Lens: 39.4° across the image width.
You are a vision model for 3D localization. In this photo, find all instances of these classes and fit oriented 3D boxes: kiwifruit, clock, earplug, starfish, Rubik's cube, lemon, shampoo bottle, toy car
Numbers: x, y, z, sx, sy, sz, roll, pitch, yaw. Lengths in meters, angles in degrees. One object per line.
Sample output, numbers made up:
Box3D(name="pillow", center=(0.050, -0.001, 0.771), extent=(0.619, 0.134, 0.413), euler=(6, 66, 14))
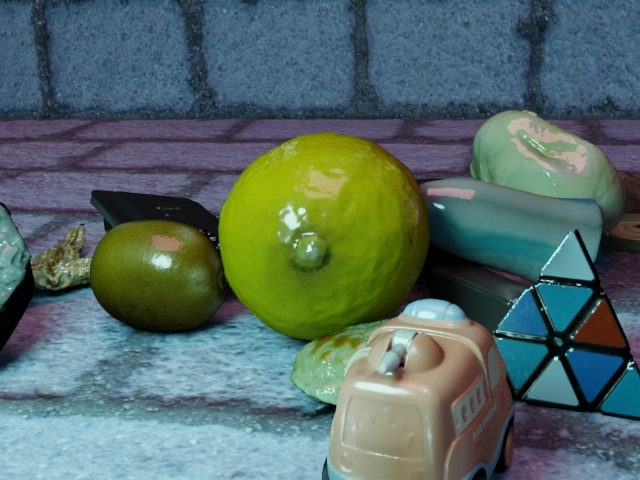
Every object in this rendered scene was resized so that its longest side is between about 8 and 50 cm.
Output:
Box3D(name="kiwifruit", center=(-0.267, 0.060, 1.510), extent=(0.234, 0.195, 0.196), euler=(8, 19, 15))
Box3D(name="clock", center=(0.697, -0.022, 1.935), extent=(0.235, 0.029, 0.235), euler=(-2, 17, 0))
Box3D(name="earplug", center=(0.309, -0.031, 1.582), extent=(0.324, 0.185, 0.185), euler=(17, 16, -6))
Box3D(name="starfish", center=(-0.525, 0.044, 1.779), extent=(0.432, 0.082, 0.324), euler=(-10, 17, -35))
Box3D(name="Rubik's cube", center=(0.395, 0.164, 1.302), extent=(0.250, 0.284, 0.234), euler=(34, 9, 22))
Box3D(name="lemon", center=(0.000, 0.000, 1.416), extent=(0.364, 0.364, 0.364), euler=(-2, 17, 1))
Box3D(name="shampoo bottle", center=(0.267, 0.096, 1.518), extent=(0.080, 0.079, 0.246), euler=(-11, 19, -29))
Box3D(name="clock", center=(-0.315, -0.040, 1.880), extent=(0.279, 0.049, 0.273), euler=(4, 23, -41))
Box3D(name="toy car", center=(0.117, 0.183, 1.024), extent=(0.181, 0.212, 0.270), euler=(6, 19, 26))

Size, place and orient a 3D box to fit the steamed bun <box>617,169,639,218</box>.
Box3D(name="steamed bun", center=(0.668, -0.112, 2.103), extent=(0.175, 0.106, 0.145), euler=(-8, 18, -10))

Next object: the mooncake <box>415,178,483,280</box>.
Box3D(name="mooncake", center=(0.209, -0.013, 1.778), extent=(0.283, 0.141, 0.283), euler=(-5, 25, 2))

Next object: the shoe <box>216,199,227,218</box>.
Box3D(name="shoe", center=(-0.165, -0.061, 2.107), extent=(0.169, 0.071, 0.099), euler=(-4, 20, 6))

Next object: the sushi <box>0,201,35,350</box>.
Box3D(name="sushi", center=(-0.643, 0.059, 1.403), extent=(0.329, 0.327, 0.285), euler=(33, -28, -20))

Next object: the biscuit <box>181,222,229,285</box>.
Box3D(name="biscuit", center=(-0.231, 0.027, 1.672), extent=(0.195, 0.194, 0.053), euler=(8, 63, 29))

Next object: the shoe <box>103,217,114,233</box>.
Box3D(name="shoe", center=(-0.415, -0.045, 2.044), extent=(0.112, 0.099, 0.228), euler=(-6, 15, -37))

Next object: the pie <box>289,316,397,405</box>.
Box3D(name="pie", center=(0.074, 0.165, 1.271), extent=(0.248, 0.089, 0.201), euler=(-14, 16, -14))

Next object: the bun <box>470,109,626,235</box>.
Box3D(name="bun", center=(0.445, -0.101, 1.827), extent=(0.213, 0.361, 0.361), euler=(-52, 32, -7))
